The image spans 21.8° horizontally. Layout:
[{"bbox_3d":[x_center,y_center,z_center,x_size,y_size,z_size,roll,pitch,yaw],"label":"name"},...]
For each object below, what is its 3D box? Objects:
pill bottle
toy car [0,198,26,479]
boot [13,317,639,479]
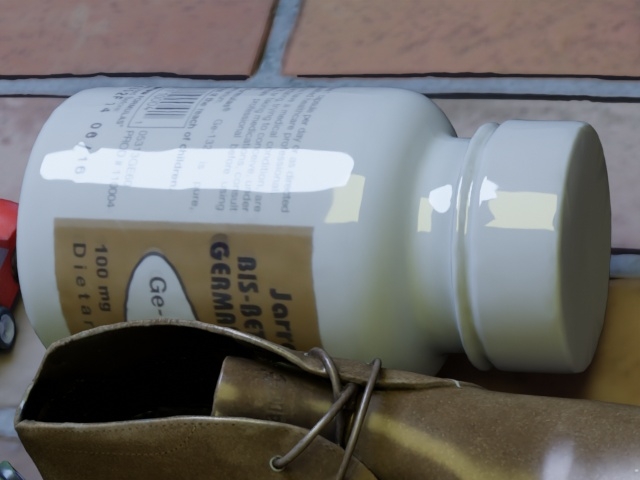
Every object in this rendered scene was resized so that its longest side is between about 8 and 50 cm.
[{"bbox_3d":[0.000,0.000,0.703,0.229,0.131,0.131,2,57,21],"label":"pill bottle"},{"bbox_3d":[-0.184,0.095,0.749,0.239,0.053,0.225,-42,53,-12],"label":"toy car"},{"bbox_3d":[0.016,0.088,0.615,0.305,0.115,0.112,-2,50,29],"label":"boot"}]
